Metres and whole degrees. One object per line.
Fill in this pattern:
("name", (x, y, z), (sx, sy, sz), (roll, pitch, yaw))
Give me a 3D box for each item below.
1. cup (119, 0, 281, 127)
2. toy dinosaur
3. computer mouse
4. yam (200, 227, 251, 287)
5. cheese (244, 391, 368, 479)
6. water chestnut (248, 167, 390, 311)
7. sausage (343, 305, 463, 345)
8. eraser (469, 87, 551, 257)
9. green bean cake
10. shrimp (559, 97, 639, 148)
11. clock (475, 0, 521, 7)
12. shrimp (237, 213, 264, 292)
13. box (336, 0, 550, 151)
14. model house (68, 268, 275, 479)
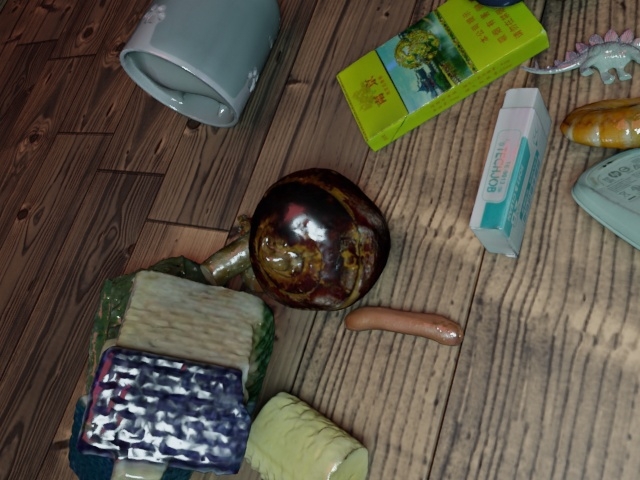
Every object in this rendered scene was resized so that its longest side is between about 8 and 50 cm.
("cup", (-0.252, -0.419, 1.240), (0.356, 0.259, 0.275), (-2, 61, 65))
("toy dinosaur", (0.411, -0.273, 0.866), (0.208, 0.039, 0.082), (-4, 62, 18))
("computer mouse", (0.443, -0.017, 0.683), (0.159, 0.097, 0.288), (-27, 35, -13))
("yam", (-0.094, -0.010, 0.990), (0.252, 0.061, 0.061), (-37, 51, -13))
("cheese", (-0.021, 0.304, 0.815), (0.167, 0.093, 0.123), (21, 89, 41))
("water chestnut", (0.000, 0.000, 0.899), (0.223, 0.238, 0.224), (3, 106, 12))
("sausage", (0.119, 0.123, 0.851), (0.186, 0.043, 0.043), (4, 69, 32))
("eraser", (0.277, -0.098, 0.828), (0.052, 0.095, 0.225), (8, 72, 38))
("green bean cake", (-0.298, 0.168, 1.029), (0.254, 0.132, 0.241), (-15, 64, 24))
("shrimp", (0.441, -0.157, 0.746), (0.150, 0.068, 0.248), (-35, 32, -31))
("clock", (0.325, -0.458, 0.908), (0.243, 0.147, 0.200), (-19, 57, -14))
("shrimp", (-0.120, 0.016, 1.046), (0.091, 0.043, 0.184), (-35, 55, 16))
("box", (0.200, -0.314, 1.013), (0.334, 0.047, 0.187), (-30, 56, 16))
("model house", (-0.207, 0.244, 0.761), (0.284, 0.243, 0.299), (-89, 17, -62))
